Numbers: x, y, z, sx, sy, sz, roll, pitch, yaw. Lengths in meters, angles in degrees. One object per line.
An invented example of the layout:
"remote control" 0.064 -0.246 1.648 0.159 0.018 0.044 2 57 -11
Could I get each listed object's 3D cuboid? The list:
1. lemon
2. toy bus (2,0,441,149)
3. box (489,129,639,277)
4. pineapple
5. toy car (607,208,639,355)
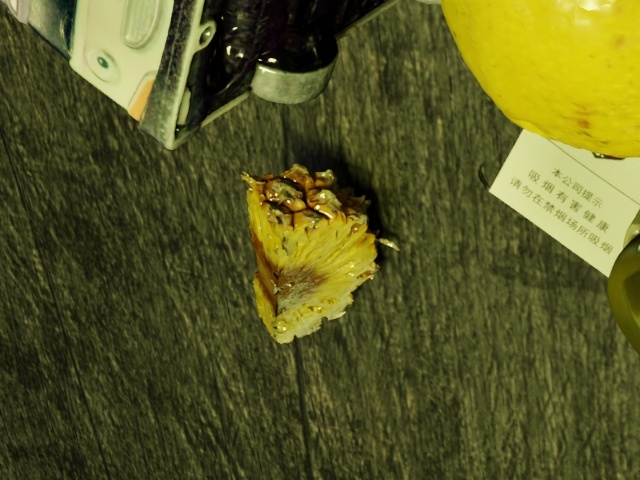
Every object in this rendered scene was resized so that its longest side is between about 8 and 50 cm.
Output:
"lemon" 0.205 -0.185 1.076 0.258 0.258 0.310 16 145 30
"toy bus" -0.031 -0.272 1.166 0.249 0.440 0.209 35 135 18
"box" 0.246 -0.091 1.358 0.139 0.035 0.245 38 135 12
"pineapple" 0.001 0.001 1.551 0.233 0.135 0.079 88 156 -57
"toy car" 0.334 0.038 1.228 0.248 0.198 0.204 -27 103 37
